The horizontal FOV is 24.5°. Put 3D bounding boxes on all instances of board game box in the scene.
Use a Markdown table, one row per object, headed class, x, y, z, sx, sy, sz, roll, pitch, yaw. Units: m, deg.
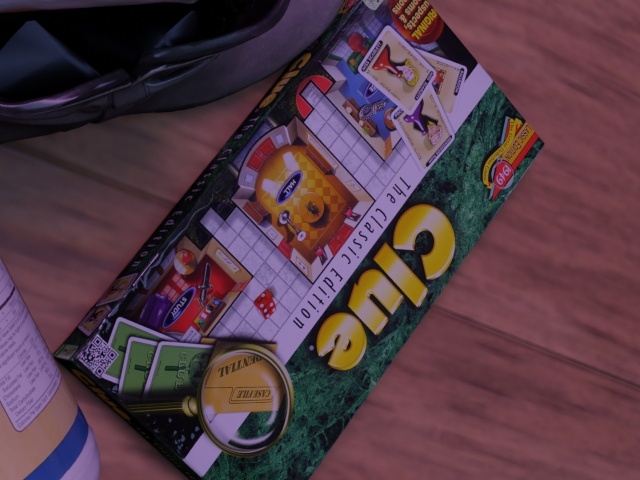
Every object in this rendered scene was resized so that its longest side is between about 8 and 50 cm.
| class | x | y | z | sx | sy | sz | roll | pitch | yaw |
| --- | --- | --- | --- | --- | --- | --- | --- | --- | --- |
| board game box | 0.000 | 0.000 | 0.721 | 0.136 | 0.030 | 0.260 | 47 | 67 | -26 |

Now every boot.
| class | x | y | z | sx | sy | sz | roll | pitch | yaw |
| --- | --- | --- | --- | --- | --- | --- | --- | --- | --- |
| boot | -0.054 | -0.090 | 0.607 | 0.246 | 0.161 | 0.083 | -25 | 103 | -30 |

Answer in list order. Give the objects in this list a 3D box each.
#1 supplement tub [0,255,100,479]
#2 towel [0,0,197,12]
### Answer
| class | x | y | z | sx | sy | sz | roll | pitch | yaw |
| --- | --- | --- | --- | --- | --- | --- | --- | --- | --- |
| supplement tub | -0.183 | 0.034 | 0.535 | 0.144 | 0.144 | 0.200 | -33 | 106 | -28 |
| towel | -0.167 | -0.259 | 0.485 | 0.320 | 0.090 | 0.374 | -1 | 88 | 11 |
